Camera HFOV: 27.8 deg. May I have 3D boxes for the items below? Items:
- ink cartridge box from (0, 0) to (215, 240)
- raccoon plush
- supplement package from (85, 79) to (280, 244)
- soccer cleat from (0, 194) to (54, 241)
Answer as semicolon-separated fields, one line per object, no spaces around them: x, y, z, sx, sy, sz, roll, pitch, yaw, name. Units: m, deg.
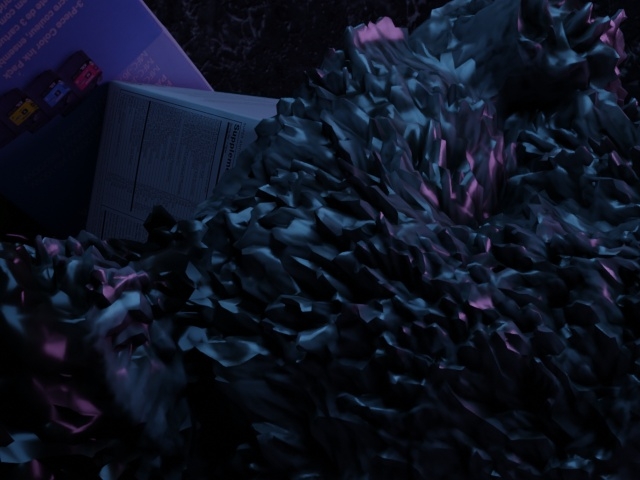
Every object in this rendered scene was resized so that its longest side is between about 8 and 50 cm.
-0.209;-0.148;0.841;0.270;0.151;0.395;47;-1;32;ink cartridge box
0.070;0.102;0.411;0.299;0.216;0.446;33;51;32;raccoon plush
0.000;0.000;0.763;0.203;0.149;0.194;19;13;41;supplement package
-0.218;-0.027;0.995;0.072;0.060;0.179;28;18;16;soccer cleat
